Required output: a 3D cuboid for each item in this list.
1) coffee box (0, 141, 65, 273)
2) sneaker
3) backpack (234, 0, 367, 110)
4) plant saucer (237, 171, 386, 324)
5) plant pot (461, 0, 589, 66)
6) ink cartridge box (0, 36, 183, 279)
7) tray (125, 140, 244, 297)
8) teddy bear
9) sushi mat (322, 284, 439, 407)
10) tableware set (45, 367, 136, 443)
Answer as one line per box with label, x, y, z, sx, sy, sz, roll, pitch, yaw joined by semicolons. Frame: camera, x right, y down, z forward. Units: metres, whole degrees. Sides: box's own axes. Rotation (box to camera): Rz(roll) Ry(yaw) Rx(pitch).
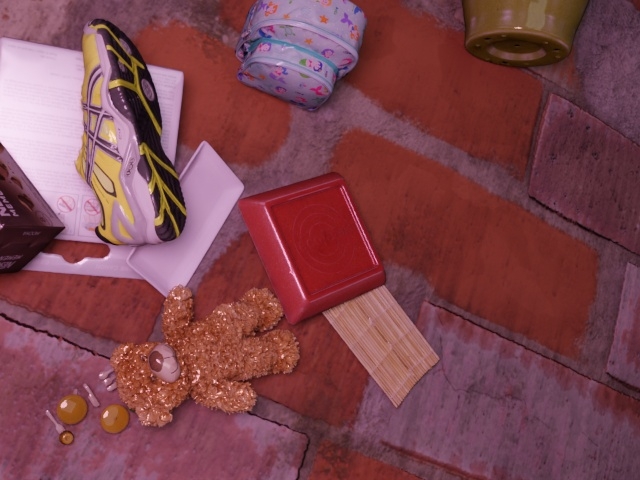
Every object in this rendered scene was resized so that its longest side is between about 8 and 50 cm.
coffee box;-0.551;-0.096;1.060;0.119;0.168;0.297;-40;83;8
sneaker;-0.342;-0.173;1.145;0.147;0.145;0.384;-15;85;15
backpack;-0.038;-0.377;1.349;0.225;0.253;0.191;20;72;-20
plant saucer;0.000;0.000;1.369;0.259;0.048;0.259;-20;83;-37
plant pot;0.468;-0.599;1.598;0.367;0.366;0.352;10;87;-22
ink cartridge box;-0.421;-0.135;1.242;0.308;0.091;0.384;6;93;-23
tray;-0.247;-0.036;1.281;0.270;0.030;0.145;-62;141;-22
teddy bear;-0.188;0.192;1.231;0.338;0.113;0.245;2;75;-29
sushi mat;0.107;0.169;1.429;0.151;0.019;0.316;-40;96;-24
tableware set;-0.375;0.286;1.189;0.154;0.024;0.104;-35;97;-27
